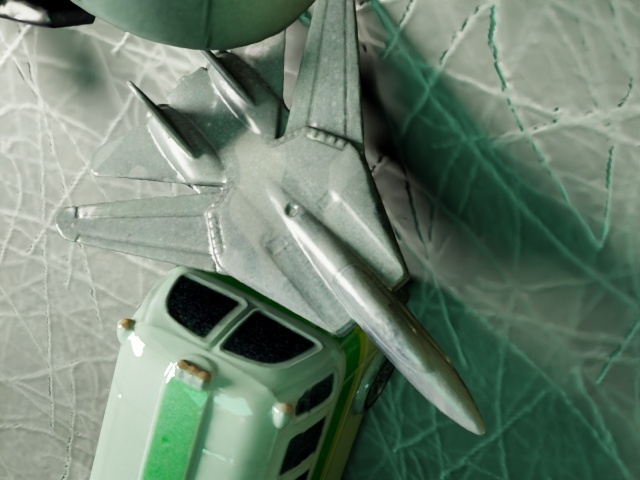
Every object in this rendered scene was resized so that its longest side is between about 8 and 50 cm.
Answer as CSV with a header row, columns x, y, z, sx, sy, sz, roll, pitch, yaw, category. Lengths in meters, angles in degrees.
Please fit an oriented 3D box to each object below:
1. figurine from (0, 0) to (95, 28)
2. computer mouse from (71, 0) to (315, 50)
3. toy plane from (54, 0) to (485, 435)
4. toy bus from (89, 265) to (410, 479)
x,y,z,sx,sy,sz,roll,pitch,yaw,category
-0.235,-0.207,0.837,0.308,0.143,0.308,27,142,24,figurine
-0.112,-0.266,0.703,0.371,0.188,0.122,53,142,1,computer mouse
0.002,0.002,0.792,0.212,0.088,0.267,-42,76,2,toy plane
-0.063,0.138,0.890,0.134,0.165,0.276,26,122,16,toy bus
